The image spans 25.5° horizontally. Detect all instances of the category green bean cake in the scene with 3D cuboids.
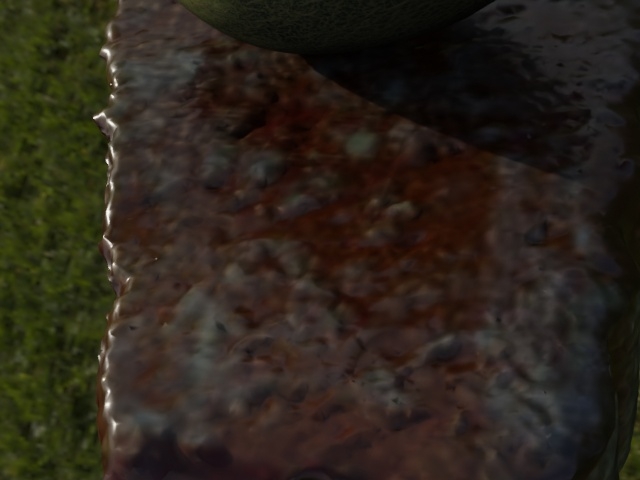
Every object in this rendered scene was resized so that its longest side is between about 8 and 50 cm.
[{"bbox_3d":[0.000,0.000,0.412,0.198,0.097,0.232,1,49,13],"label":"green bean cake"}]

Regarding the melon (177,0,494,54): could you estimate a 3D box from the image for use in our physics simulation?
[{"bbox_3d":[0.008,-0.097,0.364,0.131,0.098,0.098,-17,66,34],"label":"melon"}]
